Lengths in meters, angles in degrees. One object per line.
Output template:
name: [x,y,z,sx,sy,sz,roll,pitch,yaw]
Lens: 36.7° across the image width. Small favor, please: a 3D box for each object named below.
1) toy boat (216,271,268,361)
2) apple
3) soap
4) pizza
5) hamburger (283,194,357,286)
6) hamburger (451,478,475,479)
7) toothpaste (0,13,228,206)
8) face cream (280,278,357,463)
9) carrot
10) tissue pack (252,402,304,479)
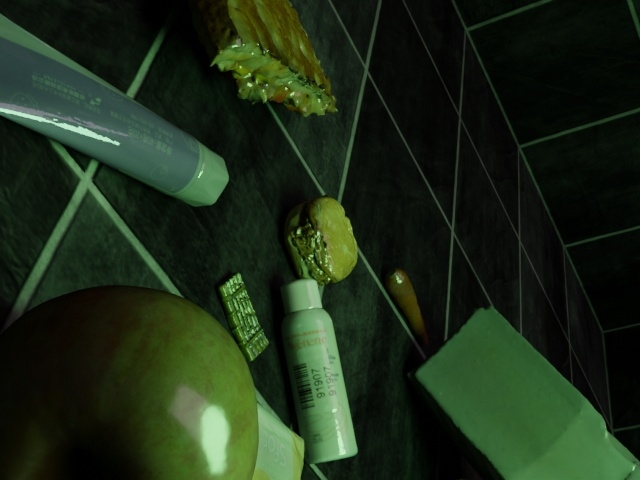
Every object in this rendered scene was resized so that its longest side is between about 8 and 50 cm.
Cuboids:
toy boat: [-0.107,0.105,1.333,0.115,0.016,0.063,69,25,-11]
apple: [-0.178,0.164,0.857,0.234,0.257,0.257,-63,134,-78]
soap: [0.395,0.386,1.774,0.435,0.213,0.350,47,-10,46]
pizza: [-0.097,-0.306,1.489,0.406,0.130,0.440,52,21,-41]
hamburger: [0.000,0.000,1.558,0.147,0.083,0.138,-43,118,-62]
hamburger: [0.267,0.520,1.713,0.185,0.177,0.113,40,24,-7]
toothpaste: [-0.249,-0.139,1.117,0.371,0.080,0.125,31,48,-50]
face cream: [-0.009,0.188,1.417,0.082,0.082,0.269,12,64,-64]
carrot: [0.178,0.136,1.914,0.048,0.048,0.216,-78,149,-47]
tissue pack: [-0.092,0.284,1.138,0.222,0.090,0.186,52,34,-52]
